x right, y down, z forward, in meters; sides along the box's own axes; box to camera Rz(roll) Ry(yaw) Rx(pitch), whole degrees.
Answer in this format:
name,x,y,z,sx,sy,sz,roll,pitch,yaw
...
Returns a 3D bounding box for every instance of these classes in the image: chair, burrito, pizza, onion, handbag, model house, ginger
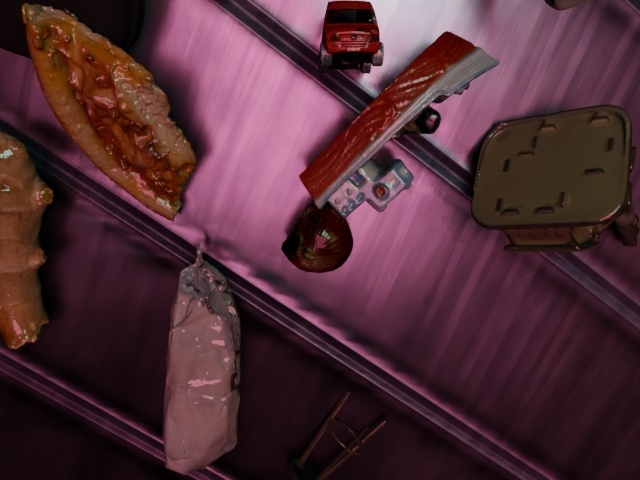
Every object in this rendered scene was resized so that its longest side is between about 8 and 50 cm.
name,x,y,z,sx,sy,sz,roll,pitch,yaw
chair,0.022,0.403,0.998,0.104,0.095,0.222,39,103,0
burrito,-0.205,0.218,0.933,0.138,0.101,0.446,7,106,1
pizza,-0.286,-0.166,0.762,0.182,0.074,0.365,5,139,23
onion,0.000,0.000,0.872,0.118,0.119,0.117,23,135,-8
handbag,-0.391,-0.361,0.704,0.307,0.093,0.254,19,138,-7
model house,0.404,-0.048,0.866,0.278,0.218,0.205,41,60,-43
ginger,-0.547,-0.004,0.827,0.236,0.166,0.376,9,101,-14

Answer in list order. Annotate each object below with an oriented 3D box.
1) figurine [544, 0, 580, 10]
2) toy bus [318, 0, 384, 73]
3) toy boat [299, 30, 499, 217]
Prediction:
name,x,y,z,sx,sy,sz,roll,pitch,yaw
figurine,0.266,-0.466,0.641,0.167,0.285,0.343,-33,103,10
toy bus,0.038,-0.284,0.736,0.081,0.195,0.090,0,104,-1
toy boat,0.125,-0.163,0.799,0.133,0.145,0.332,45,103,-4
